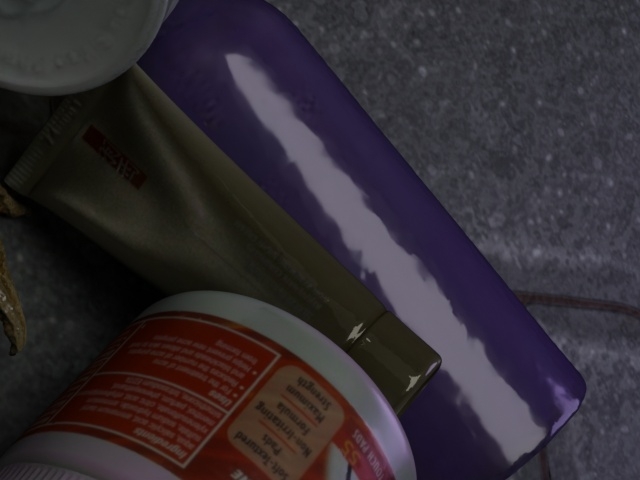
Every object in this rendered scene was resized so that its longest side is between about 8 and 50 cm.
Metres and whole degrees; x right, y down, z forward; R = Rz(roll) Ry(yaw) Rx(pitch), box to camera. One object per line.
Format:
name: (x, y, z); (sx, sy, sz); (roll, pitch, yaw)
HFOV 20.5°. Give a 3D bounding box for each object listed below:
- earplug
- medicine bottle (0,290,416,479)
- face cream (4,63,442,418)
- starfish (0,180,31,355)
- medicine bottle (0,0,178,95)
earplug: (0.000, 0.000, 1.411); (0.456, 0.215, 0.215); (54, 48, -4)
medicine bottle: (-0.092, 0.197, 1.209); (0.252, 0.252, 0.241); (52, 49, -11)
face cream: (-0.066, 0.010, 1.290); (0.341, 0.137, 0.084); (40, 11, 8)
starfish: (-0.281, -0.017, 1.250); (0.236, 0.062, 0.277); (22, 39, -52)
medicine bottle: (-0.171, -0.248, 1.287); (0.190, 0.190, 0.332); (46, 23, -16)
